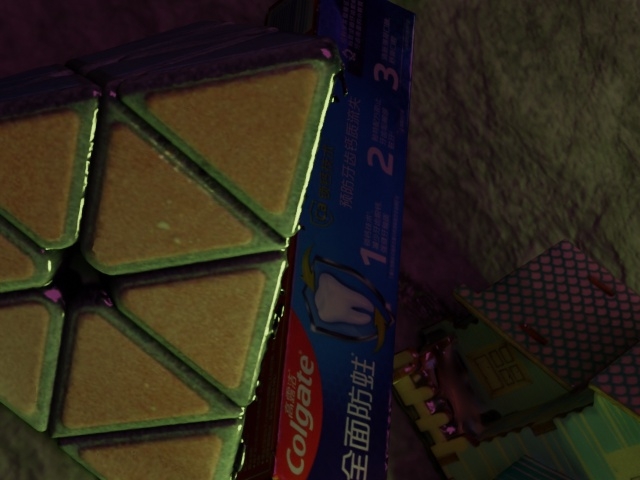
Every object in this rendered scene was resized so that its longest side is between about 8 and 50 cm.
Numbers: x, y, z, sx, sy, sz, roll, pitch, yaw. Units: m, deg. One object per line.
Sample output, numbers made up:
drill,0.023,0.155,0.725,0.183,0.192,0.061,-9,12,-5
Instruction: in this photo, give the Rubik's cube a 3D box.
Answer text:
Rubik's cube,-0.101,-0.018,0.786,0.233,0.228,0.229,40,87,28

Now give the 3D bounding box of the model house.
model house,0.180,0.127,0.894,0.178,0.206,0.271,-26,88,-41

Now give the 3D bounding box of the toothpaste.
toothpaste,0.001,0.000,0.907,0.076,0.066,0.320,21,61,-29
